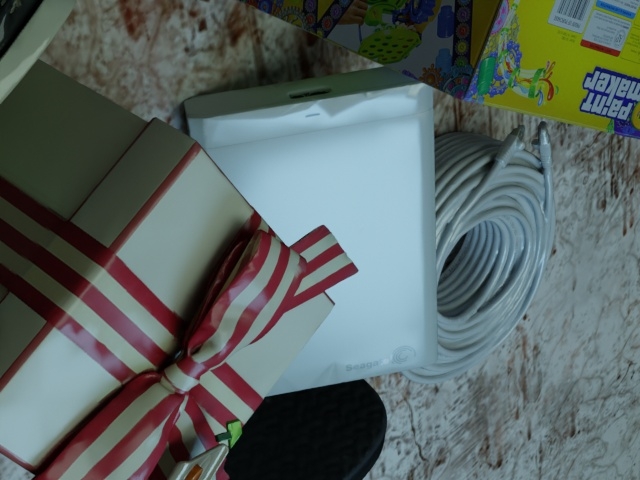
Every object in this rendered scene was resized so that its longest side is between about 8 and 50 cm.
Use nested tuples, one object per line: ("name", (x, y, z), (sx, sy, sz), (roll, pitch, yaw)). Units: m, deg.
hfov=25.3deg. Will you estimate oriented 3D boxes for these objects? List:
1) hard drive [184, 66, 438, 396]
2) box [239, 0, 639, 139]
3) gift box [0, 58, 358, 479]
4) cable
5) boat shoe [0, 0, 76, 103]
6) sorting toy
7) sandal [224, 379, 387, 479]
("hard drive", (0.000, 0.000, 1.243), (0.203, 0.040, 0.307), (-10, 127, -7))
("box", (0.120, -0.217, 1.114), (0.290, 0.279, 0.177), (5, 110, -49))
("gift box", (-0.146, 0.042, 1.000), (0.255, 0.258, 0.276), (-55, 142, -6))
("cable", (0.136, 0.016, 1.447), (0.257, 0.089, 0.257), (-41, 140, -22))
("boat shoe", (-0.302, -0.063, 0.879), (0.340, 0.127, 0.113), (-48, 112, -4))
("sorting toy", (-0.082, 0.155, 0.951), (0.083, 0.012, 0.062), (-59, 160, 17))
("sandal", (-0.107, 0.289, 1.300), (0.446, 0.167, 0.107), (-37, 155, -27))
